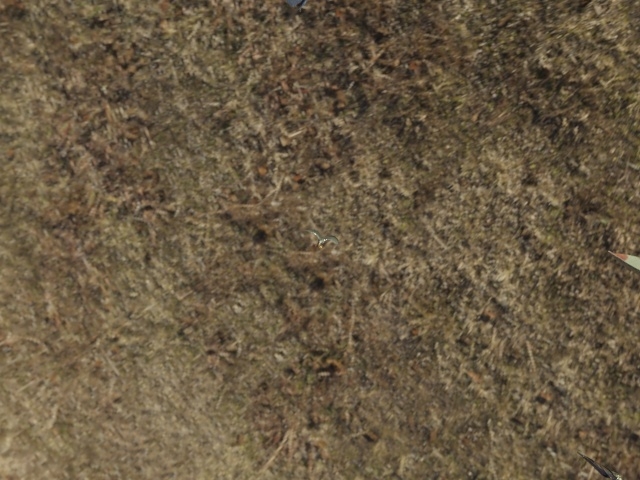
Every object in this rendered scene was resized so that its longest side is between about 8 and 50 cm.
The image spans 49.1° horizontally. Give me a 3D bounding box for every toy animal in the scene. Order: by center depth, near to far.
[{"bbox_3d":[0.000,0.001,1.485,0.084,0.050,0.028,18,127,-3],"label":"toy animal"}]

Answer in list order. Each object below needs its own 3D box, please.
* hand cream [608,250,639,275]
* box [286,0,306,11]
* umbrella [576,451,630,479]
[{"bbox_3d":[0.646,0.081,1.169,0.340,0.124,0.078,18,105,-18],"label":"hand cream"},{"bbox_3d":[-0.038,-0.391,0.670,0.274,0.091,0.220,44,147,-18],"label":"box"},{"bbox_3d":[0.431,0.346,1.028,0.122,0.013,0.022,38,115,38],"label":"umbrella"}]
